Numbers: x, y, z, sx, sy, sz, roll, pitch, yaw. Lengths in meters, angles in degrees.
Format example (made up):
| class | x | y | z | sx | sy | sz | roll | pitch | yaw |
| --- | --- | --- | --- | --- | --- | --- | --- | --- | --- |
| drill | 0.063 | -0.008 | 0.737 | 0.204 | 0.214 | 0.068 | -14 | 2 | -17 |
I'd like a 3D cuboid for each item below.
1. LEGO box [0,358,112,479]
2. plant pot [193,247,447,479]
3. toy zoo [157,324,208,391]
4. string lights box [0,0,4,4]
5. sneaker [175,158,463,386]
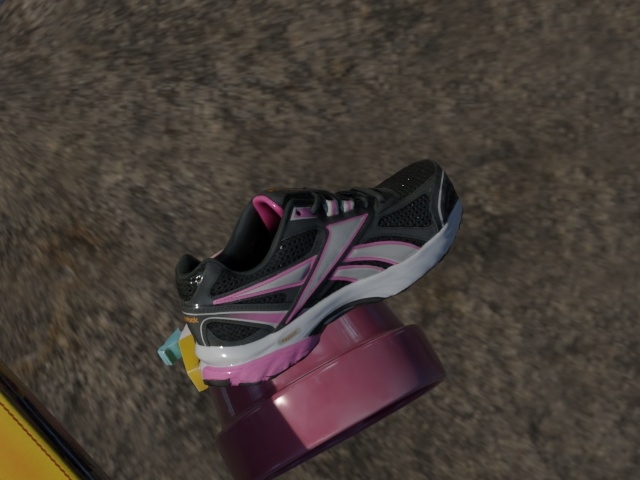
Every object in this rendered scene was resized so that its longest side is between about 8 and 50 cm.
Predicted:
| class | x | y | z | sx | sy | sz | roll | pitch | yaw |
| --- | --- | --- | --- | --- | --- | --- | --- | --- | --- |
| LEGO box | -0.355 | 0.321 | 1.088 | 0.500 | 0.193 | 0.372 | -42 | 89 | -9 |
| plant pot | -0.022 | 0.087 | 1.296 | 0.201 | 0.201 | 0.180 | -28 | 80 | -10 |
| toy zoo | -0.051 | 0.072 | 1.726 | 0.293 | 0.192 | 0.030 | -28 | 111 | 10 |
| string lights box | -0.239 | -0.209 | 0.705 | 0.077 | 0.259 | 0.133 | -26 | 67 | -1 |
| sneaker | 0.000 | 0.000 | 0.798 | 0.178 | 0.072 | 0.077 | -38 | 115 | -30 |
